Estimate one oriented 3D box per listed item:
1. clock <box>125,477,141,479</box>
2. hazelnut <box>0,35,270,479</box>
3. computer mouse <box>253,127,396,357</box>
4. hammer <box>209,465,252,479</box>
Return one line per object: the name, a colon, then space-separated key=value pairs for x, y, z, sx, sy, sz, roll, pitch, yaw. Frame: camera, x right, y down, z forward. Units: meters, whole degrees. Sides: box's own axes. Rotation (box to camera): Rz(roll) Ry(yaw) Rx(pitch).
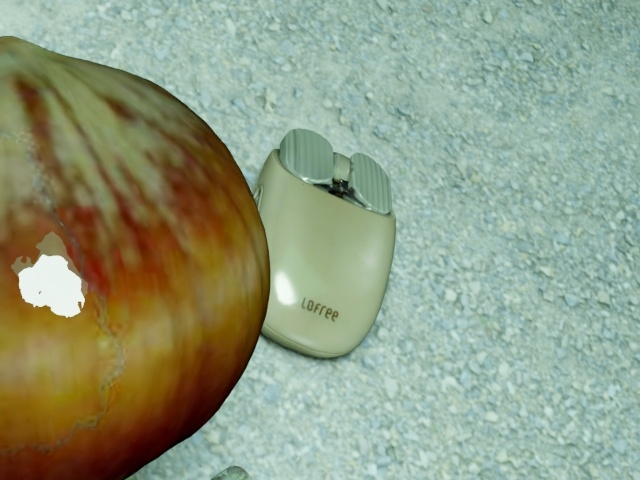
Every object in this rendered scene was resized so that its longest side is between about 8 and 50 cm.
clock: x=-0.119 y=0.308 z=1.538 sx=0.308 sy=0.096 sz=0.235 roll=8 pitch=48 yaw=-21
hazelnut: x=-0.220 y=0.035 z=1.493 sx=0.359 sy=0.359 sz=0.409 roll=46 pitch=39 yaw=2
computer mouse: x=0.000 y=0.000 z=1.857 sx=0.145 sy=0.082 sz=0.236 roll=25 pitch=51 yaw=-16
hammer: x=-0.068 y=0.238 z=1.692 sx=0.052 sy=0.031 sz=0.083 roll=-34 pitch=92 yaw=-39
